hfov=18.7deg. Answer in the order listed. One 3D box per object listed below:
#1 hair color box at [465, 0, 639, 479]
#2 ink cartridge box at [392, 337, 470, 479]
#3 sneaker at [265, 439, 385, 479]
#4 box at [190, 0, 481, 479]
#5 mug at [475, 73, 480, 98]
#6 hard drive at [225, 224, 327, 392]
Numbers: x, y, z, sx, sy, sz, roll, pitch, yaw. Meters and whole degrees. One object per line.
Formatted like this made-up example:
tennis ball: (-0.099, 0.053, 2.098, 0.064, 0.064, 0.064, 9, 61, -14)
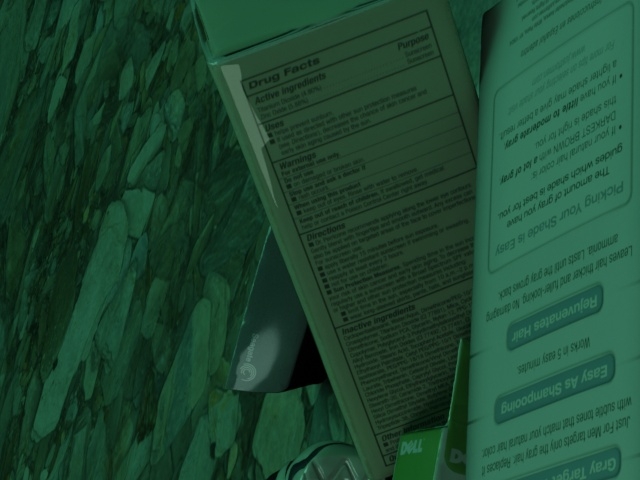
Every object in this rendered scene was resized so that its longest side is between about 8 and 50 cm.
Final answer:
hair color box: (0.170, 0.027, 1.018, 0.185, 0.114, 0.374, 147, 131, -60)
ink cartridge box: (0.100, 0.175, 1.188, 0.062, 0.109, 0.209, -22, 55, 64)
sneaker: (-0.017, 0.261, 1.464, 0.153, 0.094, 0.235, -171, 87, -80)
box: (0.039, -0.023, 1.207, 0.121, 0.148, 0.311, -111, 2, -62)
mug: (0.143, -0.100, 1.380, 0.064, 0.078, 0.062, -82, -12, -46)
hard drive: (0.000, 0.000, 1.554, 0.172, 0.054, 0.254, 5, -78, -76)
